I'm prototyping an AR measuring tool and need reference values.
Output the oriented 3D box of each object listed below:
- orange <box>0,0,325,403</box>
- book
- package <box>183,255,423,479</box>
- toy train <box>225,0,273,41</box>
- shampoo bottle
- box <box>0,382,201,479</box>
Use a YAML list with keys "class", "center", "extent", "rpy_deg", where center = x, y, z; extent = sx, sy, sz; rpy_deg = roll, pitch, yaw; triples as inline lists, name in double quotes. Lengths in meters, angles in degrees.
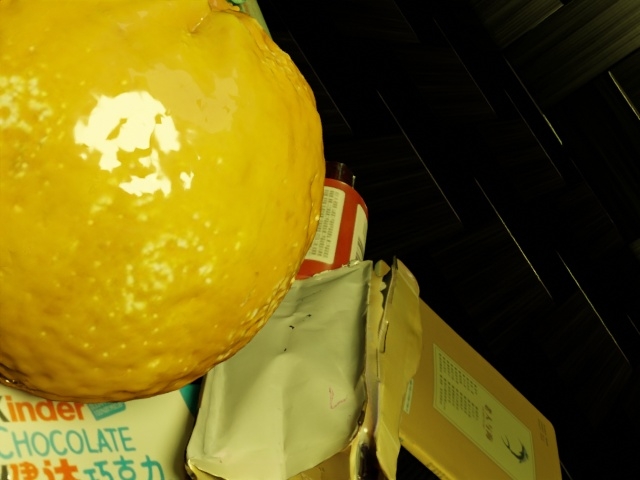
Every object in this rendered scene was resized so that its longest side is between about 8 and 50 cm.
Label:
- class: "orange"
  center: [-0.154, -0.061, 0.700]
  extent: [0.340, 0.293, 0.340]
  rpy_deg: [37, 19, -15]
- class: "book"
  center: [0.187, 0.225, 1.249]
  extent: [0.389, 0.032, 0.269]
  rpy_deg: [44, 30, -20]
- class: "package"
  center: [0.024, 0.146, 0.846]
  extent: [0.221, 0.165, 0.311]
  rpy_deg: [56, 15, -18]
- class: "toy train"
  center: [-0.099, -0.221, 1.225]
  extent: [0.177, 0.116, 0.285]
  rpy_deg: [33, 31, -60]
- class: "shampoo bottle"
  center: [0.000, 0.000, 1.117]
  extent: [0.104, 0.104, 0.278]
  rpy_deg: [44, 29, -20]
- class: "box"
  center: [-0.125, 0.228, 0.710]
  extent: [0.273, 0.048, 0.265]
  rpy_deg: [11, 49, -54]
